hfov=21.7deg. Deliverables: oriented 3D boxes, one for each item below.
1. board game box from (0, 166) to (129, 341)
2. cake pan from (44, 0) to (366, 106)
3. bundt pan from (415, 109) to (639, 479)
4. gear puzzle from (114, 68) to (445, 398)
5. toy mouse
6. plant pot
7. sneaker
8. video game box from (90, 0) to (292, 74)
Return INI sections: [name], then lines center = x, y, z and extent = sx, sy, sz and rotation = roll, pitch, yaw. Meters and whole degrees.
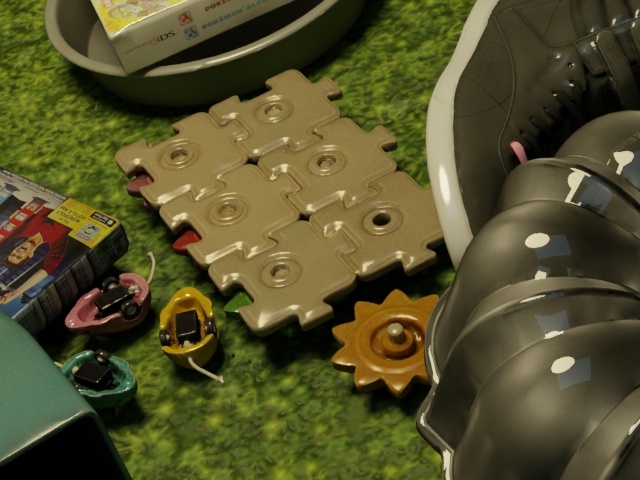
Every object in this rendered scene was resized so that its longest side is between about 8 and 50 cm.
[board game box]
center = -0.262, 0.037, 1.197
extent = 0.194, 0.060, 0.194
rotation = 23, 57, 39
[cake pan]
center = -0.087, -0.212, 1.411
extent = 0.293, 0.054, 0.293
rotation = -11, 41, 10
[bundt pan]
center = 0.214, 0.052, 0.856
extent = 0.331, 0.124, 0.331
rotation = -1, 53, 1
[gear puzzle]
center = 0.000, 0.000, 1.150
extent = 0.175, 0.044, 0.339
rotation = -27, 43, -15
[toy mouse]
center = -0.137, 0.072, 1.127
extent = 0.143, 0.031, 0.161
rotation = -18, 39, 2
[plant pot]
center = -0.212, 0.141, 0.983
extent = 0.165, 0.165, 0.234
rotation = -30, 35, -12
[sneaker]
center = 0.163, -0.087, 1.124
extent = 0.147, 0.104, 0.296
rotation = -7, 37, 23
[video game box]
center = -0.105, -0.234, 1.364
extent = 0.187, 0.048, 0.205
rotation = -23, 39, -6
